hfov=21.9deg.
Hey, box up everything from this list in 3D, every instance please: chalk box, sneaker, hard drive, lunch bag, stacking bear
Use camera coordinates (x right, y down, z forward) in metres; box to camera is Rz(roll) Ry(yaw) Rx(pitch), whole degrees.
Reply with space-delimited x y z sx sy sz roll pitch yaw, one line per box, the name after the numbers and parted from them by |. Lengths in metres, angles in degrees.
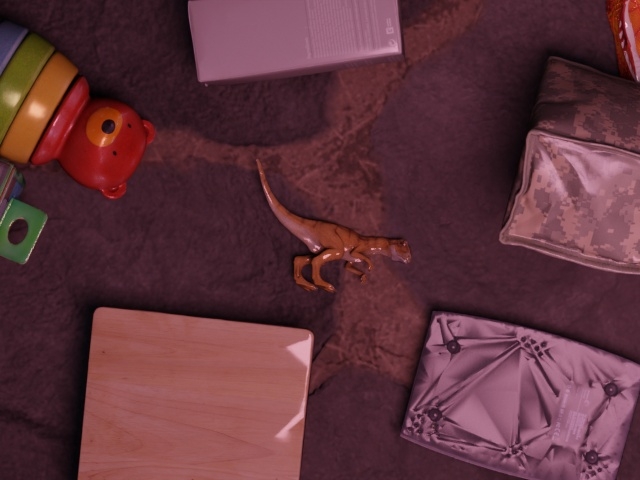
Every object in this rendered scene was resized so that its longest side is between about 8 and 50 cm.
-0.424 -0.043 1.922 0.213 0.132 0.132 25 83 -2 | chalk box
0.371 -0.250 1.906 0.067 0.064 0.175 -11 98 -13 | sneaker
0.235 0.186 1.934 0.254 0.054 0.172 15 94 4 | hard drive
0.358 -0.066 1.806 0.287 0.235 0.169 14 119 5 | lunch bag
-0.334 -0.159 1.919 0.289 0.164 0.175 30 65 -7 | stacking bear

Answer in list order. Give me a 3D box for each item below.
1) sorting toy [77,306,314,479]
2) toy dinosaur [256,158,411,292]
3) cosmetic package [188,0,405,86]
-0.143 0.214 1.951 0.257 0.089 0.255 6 93 5 | sorting toy
0.000 0.000 1.952 0.211 0.064 0.112 21 76 -5 | toy dinosaur
-0.024 -0.240 1.901 0.238 0.127 0.107 -5 93 3 | cosmetic package
